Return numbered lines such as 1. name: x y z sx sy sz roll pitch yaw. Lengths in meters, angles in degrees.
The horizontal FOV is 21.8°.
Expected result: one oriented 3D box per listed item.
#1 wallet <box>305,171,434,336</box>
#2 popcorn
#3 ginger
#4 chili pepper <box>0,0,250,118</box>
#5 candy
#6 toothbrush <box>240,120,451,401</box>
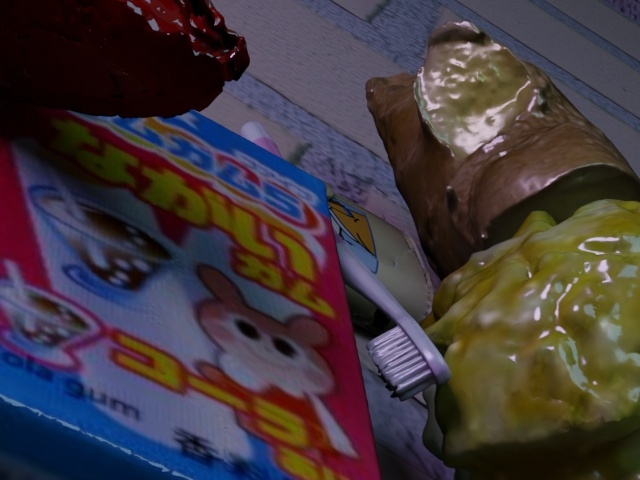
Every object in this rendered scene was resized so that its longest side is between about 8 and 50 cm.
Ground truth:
1. wallet: -0.014 -0.009 0.901 0.155 0.039 0.110 27 22 -18
2. popcorn: 0.117 0.079 0.733 0.198 0.198 0.212 24 -5 -24
3. ginger: 0.111 -0.029 0.963 0.270 0.123 0.219 -112 177 -54
4. chili pepper: -0.188 -0.114 0.656 0.387 0.110 0.110 13 9 30
5. candy: -0.071 0.040 0.614 0.157 0.100 0.306 27 20 -15
6. toothbrush: 0.000 0.000 0.770 0.020 0.025 0.286 64 -5 -28
